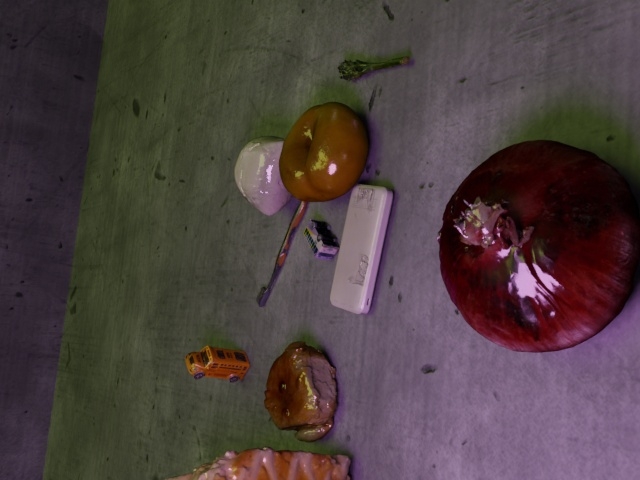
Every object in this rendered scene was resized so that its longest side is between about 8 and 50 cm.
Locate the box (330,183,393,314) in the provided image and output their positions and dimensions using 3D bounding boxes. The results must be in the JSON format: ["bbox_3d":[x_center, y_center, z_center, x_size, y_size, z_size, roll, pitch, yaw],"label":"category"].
[{"bbox_3d":[0.089,0.017,1.815,0.142,0.044,0.285,13,92,58],"label":"box"}]

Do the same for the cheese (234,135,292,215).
[{"bbox_3d":[-0.134,-0.181,2.091,0.189,0.154,0.198,33,113,46],"label":"cheese"}]

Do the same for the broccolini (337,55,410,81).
[{"bbox_3d":[0.123,-0.402,1.882,0.239,0.054,0.051,9,123,53],"label":"broccolini"}]

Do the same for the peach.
[{"bbox_3d":[0.007,-0.209,1.906,0.251,0.153,0.251,-19,65,45],"label":"peach"}]

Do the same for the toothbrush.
[{"bbox_3d":[-0.100,0.035,2.098,0.031,0.023,0.321,45,118,41],"label":"toothbrush"}]

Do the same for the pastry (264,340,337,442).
[{"bbox_3d":[-0.044,0.346,1.863,0.218,0.100,0.229,3,85,55],"label":"pastry"}]

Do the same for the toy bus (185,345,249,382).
[{"bbox_3d":[-0.272,0.323,2.141,0.074,0.162,0.069,-54,42,27],"label":"toy bus"}]

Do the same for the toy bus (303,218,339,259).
[{"bbox_3d":[0.000,0.000,1.939,0.058,0.052,0.102,-60,37,29],"label":"toy bus"}]

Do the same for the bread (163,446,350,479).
[{"bbox_3d":[-0.123,0.647,1.658,0.279,0.371,0.390,-40,46,48],"label":"bread"}]

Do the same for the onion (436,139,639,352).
[{"bbox_3d":[0.321,-0.001,1.281,0.347,0.285,0.348,-14,69,41],"label":"onion"}]
